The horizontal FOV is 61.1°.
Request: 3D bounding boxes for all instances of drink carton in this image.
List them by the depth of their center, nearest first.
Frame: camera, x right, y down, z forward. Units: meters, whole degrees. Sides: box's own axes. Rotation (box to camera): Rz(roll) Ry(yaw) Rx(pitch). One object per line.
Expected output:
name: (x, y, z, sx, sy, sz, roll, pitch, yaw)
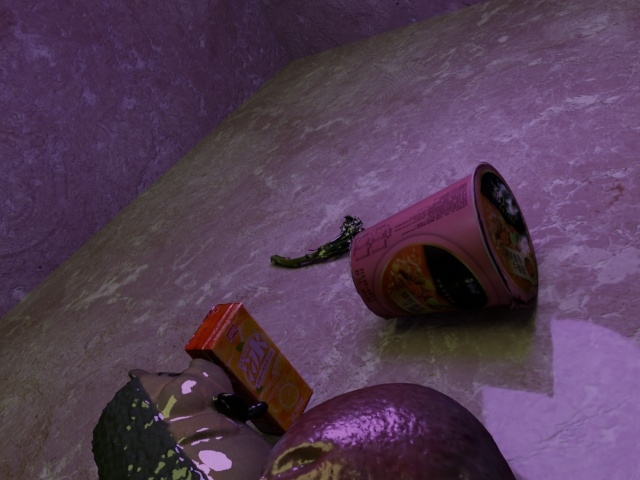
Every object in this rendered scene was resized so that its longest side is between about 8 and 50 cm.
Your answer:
drink carton: (-0.110, 0.210, 0.872, 0.071, 0.223, 0.096, -9, 35, 37)

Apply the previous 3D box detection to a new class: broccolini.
broccolini: (-0.008, 0.003, 1.273, 0.271, 0.062, 0.123, -14, 24, 34)

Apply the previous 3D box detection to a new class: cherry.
cherry: (0.076, 0.274, 0.563, 0.261, 0.307, 0.221, -114, 42, -57)

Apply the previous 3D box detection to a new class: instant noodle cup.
instant noodle cup: (0.195, 0.024, 0.897, 0.255, 0.244, 0.244, -22, 30, 34)

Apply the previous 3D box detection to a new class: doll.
doll: (-0.165, 0.304, 0.718, 0.349, 0.247, 0.247, 27, 63, 39)
